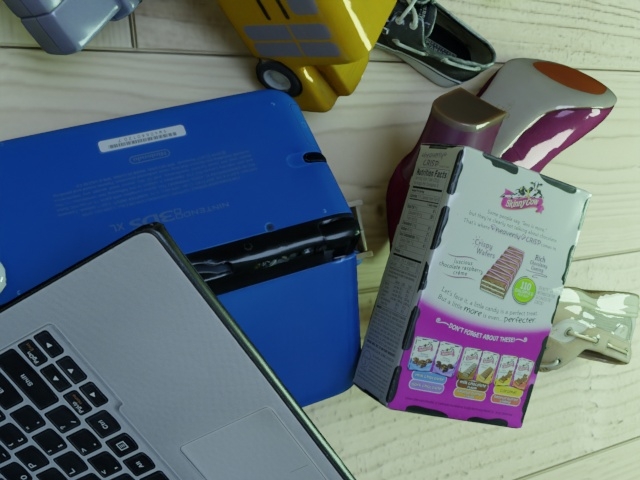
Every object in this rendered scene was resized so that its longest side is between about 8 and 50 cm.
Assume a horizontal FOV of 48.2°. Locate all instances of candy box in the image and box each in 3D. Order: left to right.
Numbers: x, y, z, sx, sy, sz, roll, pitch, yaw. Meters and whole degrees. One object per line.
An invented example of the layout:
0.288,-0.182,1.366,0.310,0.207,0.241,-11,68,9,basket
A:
0.139,0.043,0.659,0.159,0.071,0.233,16,93,-27,candy box

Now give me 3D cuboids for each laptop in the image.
-0.180,0.271,0.460,0.408,0.236,0.381,-28,111,16,laptop

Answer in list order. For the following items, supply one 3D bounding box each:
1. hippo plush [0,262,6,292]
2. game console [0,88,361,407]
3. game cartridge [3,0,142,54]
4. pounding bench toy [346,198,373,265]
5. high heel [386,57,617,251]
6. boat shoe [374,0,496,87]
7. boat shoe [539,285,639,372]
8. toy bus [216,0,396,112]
-0.335,-0.018,0.409,0.237,0.294,0.234,-40,123,-35,hippo plush
-0.126,0.033,0.626,0.293,0.173,0.250,-15,63,-19,game console
-0.163,-0.343,0.567,0.230,0.068,0.355,53,54,-37,game cartridge
0.000,0.000,0.707,0.083,0.052,0.065,-13,93,-29,pounding bench toy
0.210,-0.102,0.834,0.377,0.127,0.181,-18,139,-40,high heel
0.094,-0.237,0.766,0.219,0.070,0.077,19,77,-27,boat shoe
0.257,0.103,0.816,0.303,0.109,0.098,6,82,-34,boat shoe
-0.035,-0.252,0.595,0.332,0.130,0.108,52,55,-46,toy bus
